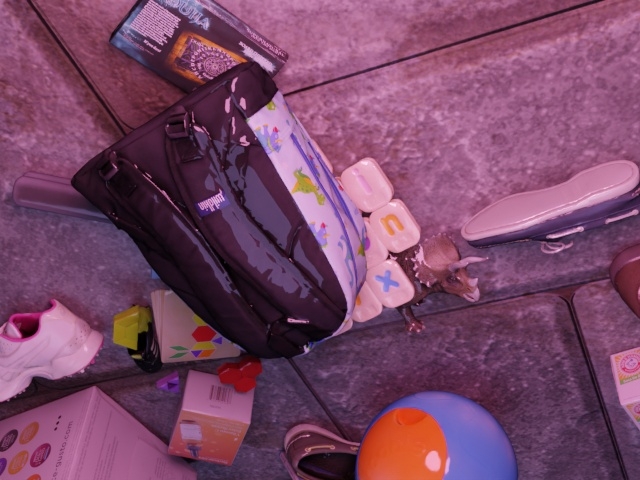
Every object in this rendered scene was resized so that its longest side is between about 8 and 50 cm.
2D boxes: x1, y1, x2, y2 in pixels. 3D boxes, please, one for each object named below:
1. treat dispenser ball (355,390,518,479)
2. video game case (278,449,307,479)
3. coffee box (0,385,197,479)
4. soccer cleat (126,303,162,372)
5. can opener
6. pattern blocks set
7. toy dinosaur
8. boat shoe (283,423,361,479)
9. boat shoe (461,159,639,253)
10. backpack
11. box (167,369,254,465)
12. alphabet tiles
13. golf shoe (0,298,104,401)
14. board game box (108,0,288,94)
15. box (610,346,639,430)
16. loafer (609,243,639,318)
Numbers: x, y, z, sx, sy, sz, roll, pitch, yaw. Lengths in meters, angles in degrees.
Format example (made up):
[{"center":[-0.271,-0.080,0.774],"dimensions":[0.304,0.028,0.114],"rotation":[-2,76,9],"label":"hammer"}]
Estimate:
[{"center":[0.206,0.414,1.562],"dimensions":[0.288,0.288,0.288],"rotation":[2,137,2],"label":"treat dispenser ball"},{"center":[-0.011,0.480,1.761],"dimensions":[0.119,0.166,0.015],"rotation":[25,93,-21],"label":"video game case"},{"center":[-0.494,0.552,1.717],"dimensions":[0.335,0.337,0.338],"rotation":[-21,129,24],"label":"coffee box"},{"center":[-0.311,0.186,1.519],"dimensions":[0.060,0.072,0.178],"rotation":[2,137,2],"label":"soccer cleat"},{"center":[-0.296,-0.066,1.267],"dimensions":[0.281,0.074,0.093],"rotation":[7,102,-5],"label":"can opener"},{"center":[-0.197,0.136,1.444],"dimensions":[0.286,0.026,0.324],"rotation":[4,129,-21],"label":"pattern blocks set"},{"center":[0.096,0.045,1.329],"dimensions":[0.314,0.121,0.160],"rotation":[11,123,16],"label":"toy dinosaur"},{"center":[0.073,0.455,1.742],"dimensions":[0.305,0.091,0.109],"rotation":[20,108,-16],"label":"boat shoe"},{"center":[0.326,-0.034,1.225],"dimensions":[0.255,0.095,0.079],"rotation":[-22,120,14],"label":"boat shoe"},{"center":[-0.086,-0.017,1.128],"dimensions":[0.290,0.273,0.355],"rotation":[-29,97,25],"label":"backpack"},{"center":[-0.208,0.338,1.659],"dimensions":[0.130,0.091,0.170],"rotation":[13,136,-9],"label":"box"},{"center":[0.000,0.000,1.263],"dimensions":[0.284,0.021,0.278],"rotation":[-30,102,31],"label":"alphabet tiles"},{"center":[-0.530,0.191,1.531],"dimensions":[0.306,0.115,0.140],"rotation":[-23,120,18],"label":"golf shoe"},{"center":[-0.150,-0.240,1.088],"dimensions":[0.186,0.026,0.126],"rotation":[32,130,-26],"label":"board game box"},{"center":[0.610,0.233,1.472],"dimensions":[0.203,0.103,0.114],"rotation":[-23,130,26],"label":"box"},{"center":[0.616,0.055,1.263],"dimensions":[0.366,0.130,0.133],"rotation":[-16,133,20],"label":"loafer"}]
